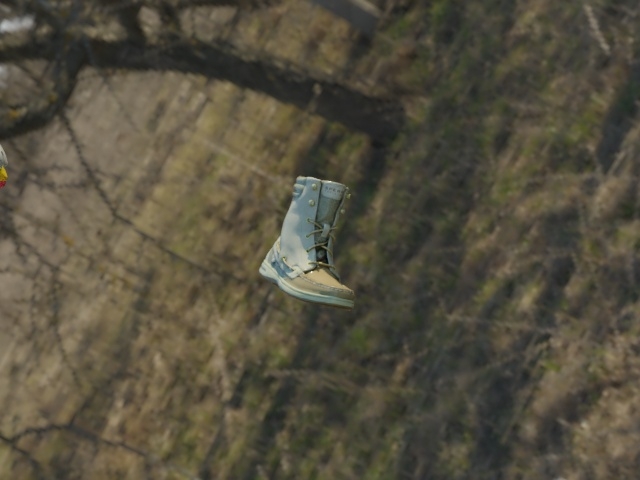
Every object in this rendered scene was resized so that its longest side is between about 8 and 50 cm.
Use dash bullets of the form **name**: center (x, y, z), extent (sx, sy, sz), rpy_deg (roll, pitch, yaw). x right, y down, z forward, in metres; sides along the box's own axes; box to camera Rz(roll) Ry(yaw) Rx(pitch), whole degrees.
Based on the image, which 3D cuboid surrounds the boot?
- **boot**: center (0.000, 0.000, 1.713), extent (0.213, 0.077, 0.165), rpy_deg (27, 97, 59)

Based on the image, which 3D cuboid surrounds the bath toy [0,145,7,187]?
- **bath toy**: center (-0.515, -0.010, 1.603), extent (0.129, 0.151, 0.348), rpy_deg (-20, 33, 56)
